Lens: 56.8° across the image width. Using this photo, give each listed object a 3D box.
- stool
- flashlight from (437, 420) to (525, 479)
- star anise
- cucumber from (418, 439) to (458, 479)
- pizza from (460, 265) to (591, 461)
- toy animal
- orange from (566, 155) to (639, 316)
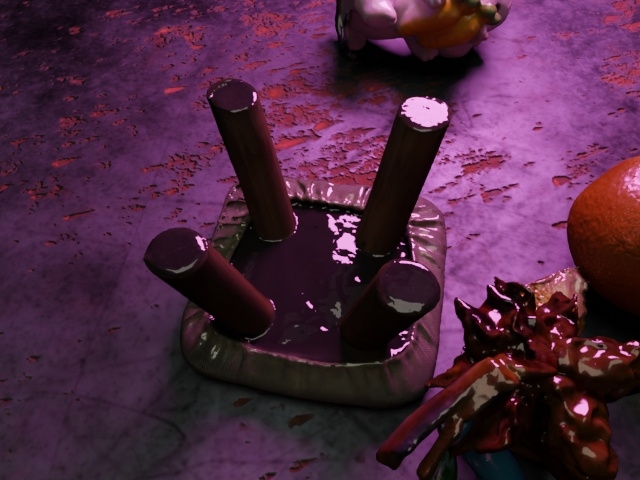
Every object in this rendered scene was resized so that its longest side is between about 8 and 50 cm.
[{"bbox_3d":[0.000,0.000,0.672,0.310,0.226,0.310,8,57,5],"label":"stool"},{"bbox_3d":[0.171,0.219,0.608,0.051,0.051,0.129,-41,87,-25],"label":"flashlight"},{"bbox_3d":[0.186,0.143,0.533,0.346,0.148,0.237,-1,74,-35],"label":"star anise"},{"bbox_3d":[0.110,0.267,0.599,0.039,0.039,0.168,23,58,14],"label":"cucumber"},{"bbox_3d":[0.233,0.136,0.675,0.147,0.069,0.226,3,63,10],"label":"pizza"},{"bbox_3d":[0.183,-0.402,0.978,0.310,0.183,0.247,-6,56,-5],"label":"toy animal"},{"bbox_3d":[0.399,-0.002,0.701,0.206,0.206,0.206,0,55,-1],"label":"orange"}]
